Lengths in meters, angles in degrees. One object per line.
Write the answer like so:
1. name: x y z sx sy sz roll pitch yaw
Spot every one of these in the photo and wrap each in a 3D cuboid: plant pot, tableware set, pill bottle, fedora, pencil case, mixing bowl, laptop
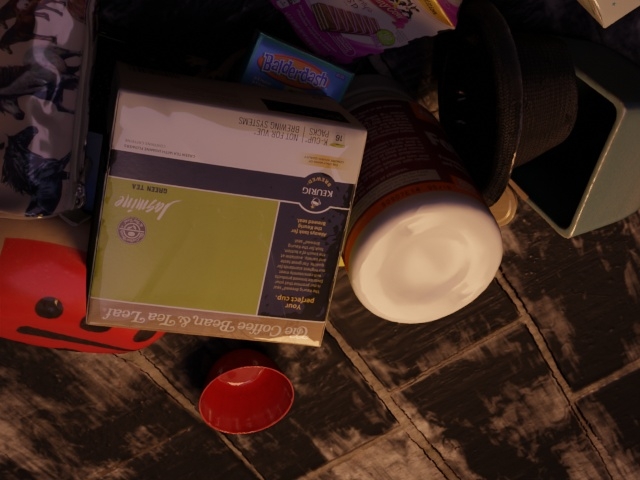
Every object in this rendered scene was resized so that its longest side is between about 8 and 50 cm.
1. plant pot: 0.466 -0.182 1.642 0.252 0.247 0.248 -8 130 -29
2. tableware set: 0.265 -0.108 1.694 0.039 0.194 0.128 -24 160 -47
3. pill bottle: 0.111 -0.080 1.522 0.223 0.392 0.224 -8 129 -9
4. fedora: 0.290 -0.208 1.499 0.152 0.334 0.334 -7 128 -9
5. pencil case: -0.376 -0.230 1.358 0.183 0.160 0.411 12 106 7
6. mixing bowl: -0.148 0.274 1.917 0.181 0.098 0.182 -7 129 -9
7. laptop: -0.376 -0.187 1.475 0.234 0.137 0.264 14 129 -24

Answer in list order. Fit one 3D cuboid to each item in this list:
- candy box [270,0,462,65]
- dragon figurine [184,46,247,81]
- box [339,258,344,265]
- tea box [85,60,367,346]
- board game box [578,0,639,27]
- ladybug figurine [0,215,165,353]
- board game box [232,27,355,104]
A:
1. candy box: 0.065 -0.350 1.441 0.233 0.071 0.159 -13 137 36
2. dragon figurine: -0.189 -0.198 1.530 0.289 0.085 0.144 -39 146 -31
3. box: 0.000 0.000 1.753 0.232 0.087 0.058 1 126 -14
4. tea box: -0.144 -0.050 1.384 0.328 0.220 0.324 8 107 -16
5. board game box: 0.323 -0.456 1.344 0.097 0.303 0.224 -32 129 12
6. ladybug figurine: -0.414 0.077 1.597 0.449 0.162 0.305 14 153 -24
7. board game box: -0.065 -0.189 1.497 0.160 0.047 0.210 21 105 -20
